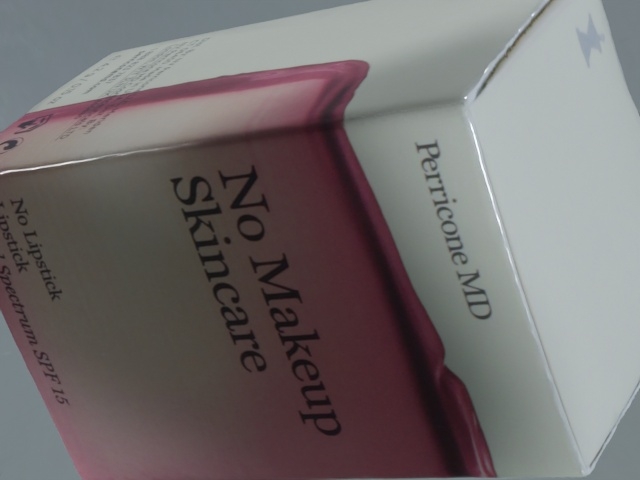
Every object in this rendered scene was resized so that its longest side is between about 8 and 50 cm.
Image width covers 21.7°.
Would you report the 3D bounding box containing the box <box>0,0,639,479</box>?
[{"bbox_3d":[0.000,0.000,0.644,0.232,0.127,0.149,-6,115,34],"label":"box"}]
